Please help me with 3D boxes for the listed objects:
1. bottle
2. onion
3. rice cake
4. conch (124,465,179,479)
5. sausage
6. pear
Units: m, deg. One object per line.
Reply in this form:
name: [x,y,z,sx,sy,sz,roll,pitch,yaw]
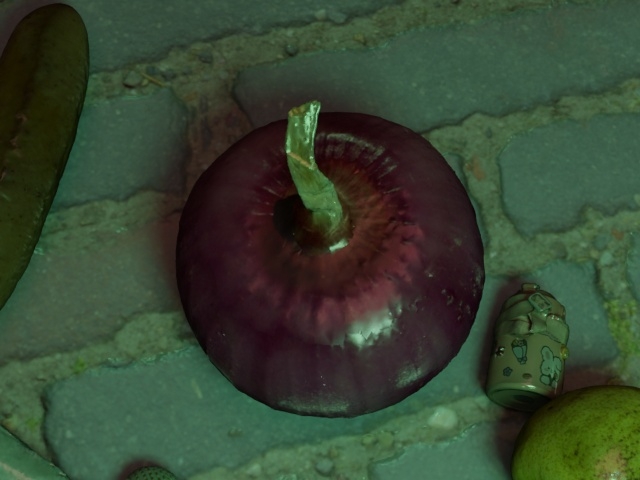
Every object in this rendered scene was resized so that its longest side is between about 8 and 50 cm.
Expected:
bottle: [0.251,0.121,1.242,0.099,0.099,0.152,13,66,3]
onion: [0.001,0.025,1.162,0.358,0.345,0.358,0,91,22]
rice cake: [-0.407,0.221,1.180,0.336,0.063,0.066,33,73,11]
conch: [-0.184,0.293,1.168,0.085,0.056,0.076,1,80,-2]
sausage: [-0.385,-0.091,1.282,0.136,0.123,0.501,2,64,29]
pear: [0.317,0.250,1.140,0.197,0.197,0.197,1,67,-3]
